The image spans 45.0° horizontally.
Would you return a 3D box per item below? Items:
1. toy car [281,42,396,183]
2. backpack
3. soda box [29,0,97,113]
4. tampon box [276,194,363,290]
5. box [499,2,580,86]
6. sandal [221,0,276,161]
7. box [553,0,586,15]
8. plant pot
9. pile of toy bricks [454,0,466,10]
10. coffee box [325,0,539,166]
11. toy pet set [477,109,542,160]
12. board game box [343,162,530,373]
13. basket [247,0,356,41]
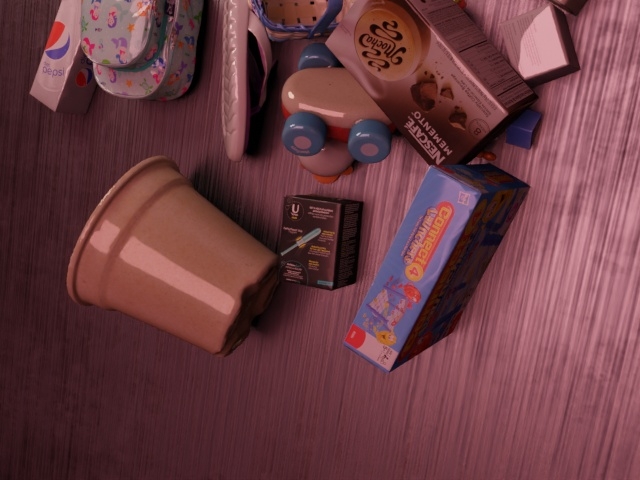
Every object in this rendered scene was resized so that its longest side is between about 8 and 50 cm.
[{"bbox_3d":[0.035,-0.188,1.387,0.210,0.219,0.238,7,143,3],"label":"toy car"},{"bbox_3d":[-0.360,-0.407,1.548,0.225,0.191,0.254,12,106,25],"label":"backpack"},{"bbox_3d":[-0.523,-0.421,1.674,0.091,0.098,0.286,35,111,20],"label":"soda box"},{"bbox_3d":[0.000,0.000,1.442,0.120,0.101,0.161,10,99,26],"label":"tampon box"},{"bbox_3d":[0.349,-0.307,1.226,0.087,0.102,0.101,-16,88,31],"label":"box"},{"bbox_3d":[-0.131,-0.357,1.468,0.102,0.169,0.417,0,97,-13],"label":"sandal"},{"bbox_3d":[0.389,-0.486,1.172,0.148,0.126,0.232,40,112,18],"label":"box"},{"bbox_3d":[-0.254,0.055,1.484,0.305,0.334,0.334,30,109,11],"label":"plant pot"},{"bbox_3d":[0.196,-0.394,1.280,0.105,0.118,0.212,41,116,38],"label":"pile of toy bricks"},{"bbox_3d":[0.172,-0.270,1.220,0.297,0.118,0.168,51,134,7],"label":"coffee box"},{"bbox_3d":[0.301,-0.187,1.285,0.114,0.065,0.122,22,106,24],"label":"toy pet set"},{"bbox_3d":[0.194,0.032,1.232,0.086,0.302,0.308,32,109,21],"label":"board game box"},{"bbox_3d":[-0.025,-0.461,1.295,0.200,0.289,0.255,-9,85,-15],"label":"basket"}]
